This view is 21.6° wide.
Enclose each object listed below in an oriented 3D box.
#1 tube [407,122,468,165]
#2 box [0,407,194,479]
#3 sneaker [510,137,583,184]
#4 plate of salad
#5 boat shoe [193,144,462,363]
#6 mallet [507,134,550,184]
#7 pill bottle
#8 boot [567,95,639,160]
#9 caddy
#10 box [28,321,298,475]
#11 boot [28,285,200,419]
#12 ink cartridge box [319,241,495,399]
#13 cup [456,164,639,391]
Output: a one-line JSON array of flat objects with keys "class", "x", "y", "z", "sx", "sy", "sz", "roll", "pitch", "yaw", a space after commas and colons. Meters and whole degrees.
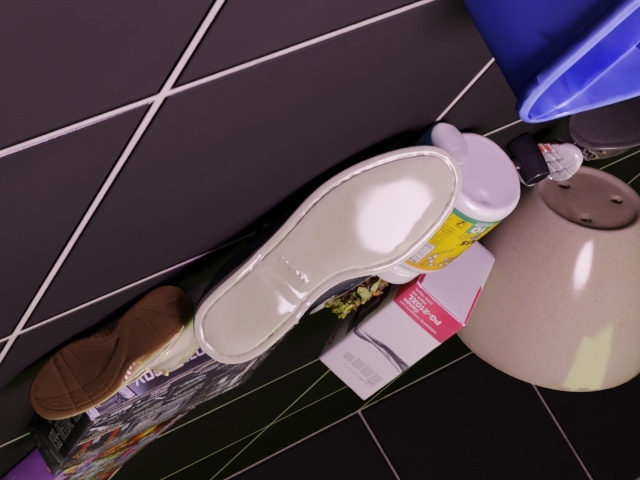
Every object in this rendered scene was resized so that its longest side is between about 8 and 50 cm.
[{"class": "tube", "x": 0.085, "y": -0.068, "z": 1.925, "sx": 0.080, "sy": 0.052, "sz": 0.207, "roll": -6, "pitch": 161, "yaw": -40}, {"class": "box", "x": -0.337, "y": 0.306, "z": 2.402, "sx": 0.201, "sy": 0.057, "sz": 0.293, "roll": -17, "pitch": 162, "yaw": -48}, {"class": "sneaker", "x": 0.310, "y": -0.118, "z": 2.238, "sx": 0.065, "sy": 0.061, "sz": 0.158, "roll": -40, "pitch": -168, "yaw": -20}, {"class": "plate of salad", "x": 0.072, "y": 0.058, "z": 2.368, "sx": 0.200, "sy": 0.048, "sz": 0.200, "roll": -32, "pitch": 175, "yaw": -3}, {"class": "boat shoe", "x": 0.002, "y": 0.003, "z": 1.851, "sx": 0.340, "sy": 0.127, "sz": 0.113, "roll": -42, "pitch": -164, "yaw": 4}, {"class": "mallet", "x": 0.202, "y": -0.091, "z": 2.160, "sx": 0.190, "sy": 0.062, "sz": 0.039, "roll": -11, "pitch": 162, "yaw": -17}, {"class": "pill bottle", "x": 0.137, "y": -0.031, "z": 2.015, "sx": 0.117, "sy": 0.117, "sz": 0.208, "roll": -21, "pitch": 165, "yaw": -41}, {"class": "boot", "x": 0.412, "y": -0.154, "z": 2.284, "sx": 0.263, "sy": 0.091, "sz": 0.229, "roll": -21, "pitch": 171, "yaw": -22}, {"class": "caddy", "x": 0.281, "y": -0.223, "z": 1.407, "sx": 0.241, "sy": 0.179, "sz": 0.341, "roll": -22, "pitch": 165, "yaw": -43}, {"class": "box", "x": -0.201, "y": 0.173, "z": 2.131, "sx": 0.307, "sy": 0.076, "sz": 0.242, "roll": -25, "pitch": 167, "yaw": -27}, {"class": "boot", "x": -0.221, "y": 0.134, "z": 1.914, "sx": 0.213, "sy": 0.077, "sz": 0.165, "roll": -36, "pitch": 170, "yaw": 2}, {"class": "ink cartridge box", "x": 0.125, "y": 0.100, "z": 2.442, "sx": 0.237, "sy": 0.100, "sz": 0.172, "roll": -40, "pitch": -168, "yaw": 39}, {"class": "cup", "x": 0.370, "y": 0.029, "z": 2.507, "sx": 0.331, "sy": 0.331, "sz": 0.237, "roll": -22, "pitch": 139, "yaw": -36}]
